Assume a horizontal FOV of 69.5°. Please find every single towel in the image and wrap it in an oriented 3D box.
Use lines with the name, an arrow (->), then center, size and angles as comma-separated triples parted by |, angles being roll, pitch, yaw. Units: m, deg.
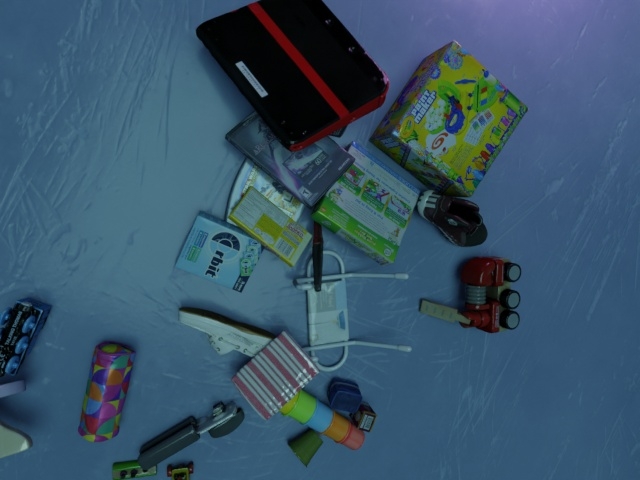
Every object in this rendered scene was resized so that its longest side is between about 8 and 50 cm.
towel -> -0.116, 0.347, 1.192 | 0.197, 0.029, 0.144 | -42, 84, -1

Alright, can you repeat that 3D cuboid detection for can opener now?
can opener -> -0.337, 0.516, 1.214 | 0.280, 0.074, 0.093 | -24, 102, -11

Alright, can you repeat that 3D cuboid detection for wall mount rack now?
wall mount rack -> 0.081, 0.202, 1.262 | 0.303, 0.130, 0.351 | -5, 98, -14

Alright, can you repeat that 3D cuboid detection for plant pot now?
plant pot -> -0.037, 0.579, 1.302 | 0.079, 0.083, 0.083 | -38, 103, -20

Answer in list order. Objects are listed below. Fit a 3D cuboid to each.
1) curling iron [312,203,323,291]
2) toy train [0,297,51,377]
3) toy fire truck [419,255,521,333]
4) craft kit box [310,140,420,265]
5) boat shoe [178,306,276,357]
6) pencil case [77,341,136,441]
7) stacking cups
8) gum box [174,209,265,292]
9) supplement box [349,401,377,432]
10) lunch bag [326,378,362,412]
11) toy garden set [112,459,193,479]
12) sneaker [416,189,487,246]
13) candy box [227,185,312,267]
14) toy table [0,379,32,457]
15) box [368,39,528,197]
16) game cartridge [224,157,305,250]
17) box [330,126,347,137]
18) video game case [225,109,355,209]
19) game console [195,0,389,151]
curling iron -> 0.000, 0.000, 1.208 | 0.035, 0.068, 0.274 | 23, 63, -33
toy train -> -0.706, 0.225, 1.074 | 0.080, 0.105, 0.184 | 22, 89, -6
toy fire truck -> 0.438, 0.161, 1.356 | 0.246, 0.158, 0.217 | -3, 97, -24
craft kit box -> 0.129, -0.099, 1.238 | 0.249, 0.061, 0.247 | 34, 61, -15
boat shoe -> -0.247, 0.254, 1.199 | 0.276, 0.098, 0.096 | 24, 88, -17
pencil case -> -0.528, 0.372, 1.142 | 0.104, 0.104, 0.237 | 13, 94, -15
stacking cups -> -0.010, 0.493, 1.285 | 0.316, 0.096, 0.096 | 37, 86, -15
gum box -> -0.254, 0.031, 1.179 | 0.184, 0.041, 0.157 | 24, 110, -15
supplement box -> 0.122, 0.503, 1.326 | 0.043, 0.083, 0.055 | 21, 90, -15
lunch bag -> 0.064, 0.440, 1.316 | 0.098, 0.065, 0.067 | 20, 106, -17
toy garden set -> -0.440, 0.703, 1.219 | 0.203, 0.049, 0.245 | -1, 96, -14
sneaker -> 0.409, -0.044, 1.285 | 0.281, 0.162, 0.107 | 25, 88, -30
candy box -> -0.124, -0.034, 1.166 | 0.205, 0.027, 0.105 | 40, 57, -14
toy table -> -0.795, 0.422, 1.018 | 0.274, 0.252, 0.161 | -14, 82, -2
box -> 0.342, -0.315, 1.253 | 0.279, 0.177, 0.290 | 35, 87, -15
game cartridge -> -0.129, -0.131, 1.216 | 0.198, 0.062, 0.298 | 24, 89, -20
box -> -0.006, -0.364, 1.173 | 0.158, 0.093, 0.156 | 9, 64, -16
video game case -> -0.071, -0.229, 1.160 | 0.274, 0.026, 0.196 | 40, 62, 1
game console -> -0.054, -0.424, 1.107 | 0.341, 0.060, 0.387 | -35, 80, -22
